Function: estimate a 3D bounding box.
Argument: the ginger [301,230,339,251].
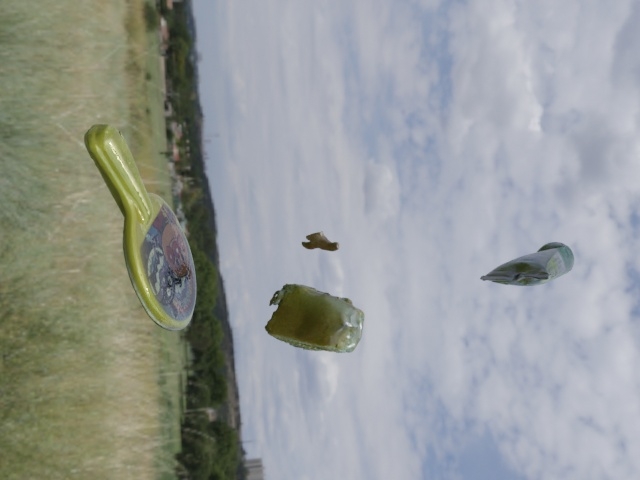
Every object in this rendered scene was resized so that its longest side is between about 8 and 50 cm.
[{"bbox_3d":[-0.001,-0.001,1.552,0.030,0.097,0.048,-50,134,-44],"label":"ginger"}]

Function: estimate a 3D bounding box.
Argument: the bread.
[{"bbox_3d":[0.004,0.130,1.103,0.110,0.156,0.103,6,-99,54],"label":"bread"}]

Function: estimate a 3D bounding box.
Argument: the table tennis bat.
[{"bbox_3d":[-0.279,-0.020,1.127,0.224,0.054,0.369,-83,157,-58],"label":"table tennis bat"}]

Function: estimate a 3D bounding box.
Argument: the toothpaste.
[{"bbox_3d":[0.274,0.032,0.872,0.248,0.078,0.047,-9,95,-60],"label":"toothpaste"}]
